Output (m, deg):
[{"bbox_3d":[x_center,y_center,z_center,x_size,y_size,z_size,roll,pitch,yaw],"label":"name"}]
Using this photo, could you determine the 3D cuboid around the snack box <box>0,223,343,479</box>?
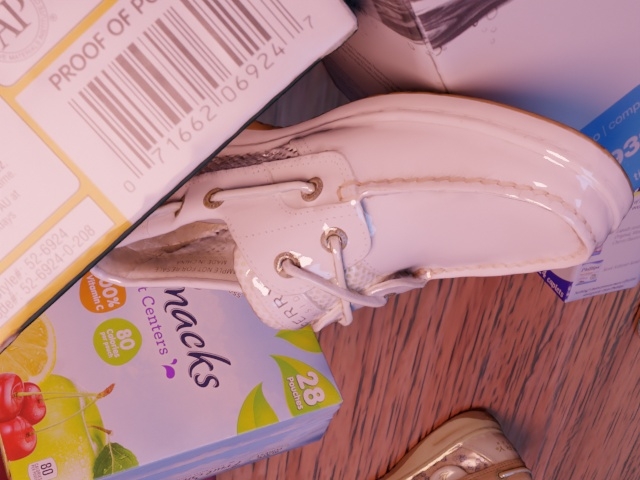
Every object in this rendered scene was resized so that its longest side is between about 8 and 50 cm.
[{"bbox_3d":[-0.108,0.035,0.559,0.174,0.207,0.070,-13,155,-21],"label":"snack box"}]

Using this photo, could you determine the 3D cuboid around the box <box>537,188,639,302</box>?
[{"bbox_3d":[0.190,-0.048,0.732,0.072,0.126,0.137,-10,130,-22],"label":"box"}]

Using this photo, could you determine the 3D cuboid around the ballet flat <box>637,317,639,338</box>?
[{"bbox_3d":[0.345,0.068,0.987,0.041,0.041,0.114,-17,133,-18],"label":"ballet flat"}]

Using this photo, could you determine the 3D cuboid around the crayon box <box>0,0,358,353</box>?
[{"bbox_3d":[-0.166,-0.140,0.390,0.203,0.083,0.323,-41,100,6],"label":"crayon box"}]

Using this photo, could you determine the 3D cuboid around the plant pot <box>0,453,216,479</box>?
[{"bbox_3d":[-0.176,0.167,0.659,0.180,0.201,0.201,8,123,-55],"label":"plant pot"}]

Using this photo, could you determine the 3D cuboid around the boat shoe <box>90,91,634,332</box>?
[{"bbox_3d":[0.000,0.000,0.451,0.098,0.277,0.096,48,55,-40],"label":"boat shoe"}]

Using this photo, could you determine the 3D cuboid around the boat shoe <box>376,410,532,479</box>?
[{"bbox_3d":[0.079,0.289,0.974,0.285,0.089,0.104,-46,136,10],"label":"boat shoe"}]

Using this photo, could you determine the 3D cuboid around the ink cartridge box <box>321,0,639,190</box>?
[{"bbox_3d":[0.044,-0.166,0.471,0.129,0.223,0.307,-37,136,-1],"label":"ink cartridge box"}]
